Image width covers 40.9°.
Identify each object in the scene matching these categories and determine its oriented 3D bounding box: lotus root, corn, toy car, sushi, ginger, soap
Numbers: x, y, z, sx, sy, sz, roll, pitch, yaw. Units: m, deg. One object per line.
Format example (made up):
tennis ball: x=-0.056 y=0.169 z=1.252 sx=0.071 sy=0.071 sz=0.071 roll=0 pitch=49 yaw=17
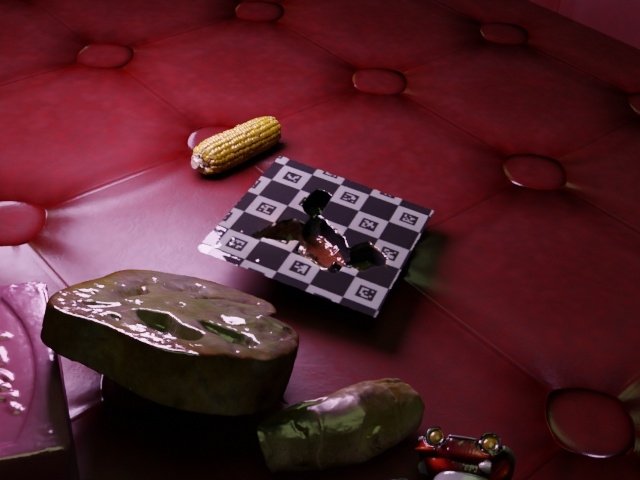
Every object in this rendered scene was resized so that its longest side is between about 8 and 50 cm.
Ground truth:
lotus root: x=-0.222 y=0.138 z=1.275 sx=0.374 sy=0.111 sz=0.390 roll=5 pitch=14 yaw=-31
corn: x=-0.178 y=-0.206 z=1.844 sx=0.238 sy=0.080 sz=0.080 roll=-31 pitch=51 yaw=-34
toy car: x=0.197 y=0.335 z=1.204 sx=0.139 sy=0.112 sz=0.112 roll=7 pitch=54 yaw=19
sushi: x=0.000 y=0.000 z=1.620 sx=0.343 sy=0.064 sz=0.359 roll=20 pitch=40 yaw=12
ginger: x=0.032 y=0.271 z=1.251 sx=0.262 sy=0.109 sz=0.117 roll=-10 pitch=66 yaw=-17
soap: x=-0.487 y=0.229 z=1.238 sx=0.232 sy=0.128 sz=0.360 roll=-10 pitch=40 yaw=-17

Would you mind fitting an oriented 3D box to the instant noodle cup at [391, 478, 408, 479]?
instant noodle cup: x=0.099 y=0.447 z=0.944 sx=0.284 sy=0.284 sz=0.312 roll=-4 pitch=32 yaw=-10
